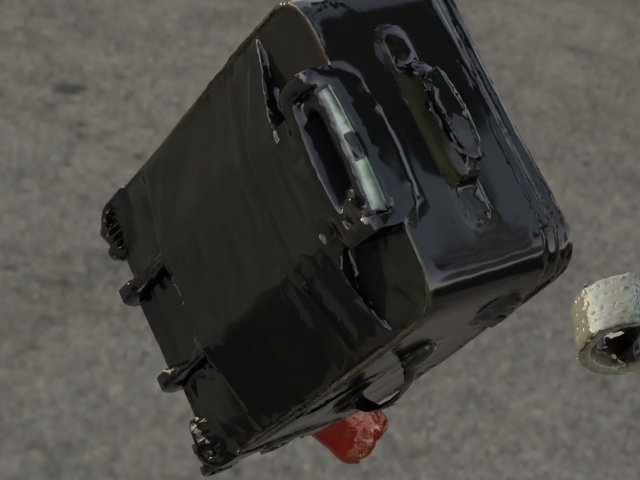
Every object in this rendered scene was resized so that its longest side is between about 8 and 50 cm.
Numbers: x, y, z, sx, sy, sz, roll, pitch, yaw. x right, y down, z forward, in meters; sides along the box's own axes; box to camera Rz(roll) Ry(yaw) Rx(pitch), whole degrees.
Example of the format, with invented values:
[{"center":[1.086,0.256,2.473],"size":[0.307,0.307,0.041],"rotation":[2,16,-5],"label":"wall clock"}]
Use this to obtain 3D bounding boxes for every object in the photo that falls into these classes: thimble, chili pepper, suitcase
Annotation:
[{"center":[0.373,0.108,2.081],"size":[0.102,0.115,0.090],"rotation":[24,38,-19],"label":"thimble"},{"center":[0.010,0.174,1.675],"size":[0.123,0.073,0.070],"rotation":[39,-22,-18],"label":"chili pepper"},{"center":[0.000,0.000,1.292],"size":[0.194,0.434,0.283],"rotation":[-17,75,-33],"label":"suitcase"}]
